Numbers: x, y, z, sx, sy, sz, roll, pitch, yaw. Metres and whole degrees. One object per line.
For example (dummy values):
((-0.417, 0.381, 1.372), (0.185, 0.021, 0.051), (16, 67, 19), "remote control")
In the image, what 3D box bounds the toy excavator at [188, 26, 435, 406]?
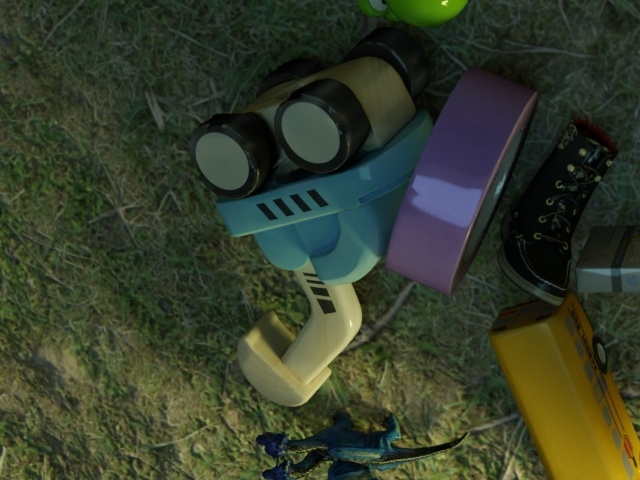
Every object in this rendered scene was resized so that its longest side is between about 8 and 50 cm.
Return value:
((0.000, 0.000, 2.038), (0.433, 0.222, 0.445), (-14, 109, 38), "toy excavator")

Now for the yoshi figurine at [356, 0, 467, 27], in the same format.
((0.151, -0.404, 1.837), (0.204, 0.203, 0.362), (22, 120, 3), "yoshi figurine")

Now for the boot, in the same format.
((0.296, -0.040, 1.911), (0.085, 0.236, 0.178), (26, 114, -10), "boot")

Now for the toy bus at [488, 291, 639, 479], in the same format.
((0.341, 0.236, 2.056), (0.108, 0.130, 0.332), (-18, 104, 25), "toy bus")

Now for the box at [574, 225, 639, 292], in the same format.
((0.422, 0.022, 1.933), (0.186, 0.145, 0.038), (0, 112, 21), "box")

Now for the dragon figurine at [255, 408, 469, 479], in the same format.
((0.056, 0.307, 2.181), (0.289, 0.144, 0.085), (7, 114, 17), "dragon figurine")

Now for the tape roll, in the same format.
((0.175, -0.073, 1.910), (0.090, 0.275, 0.275), (23, 117, 9), "tape roll")
